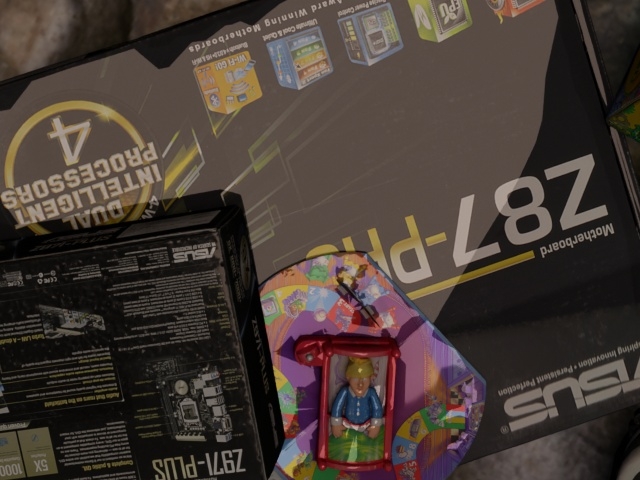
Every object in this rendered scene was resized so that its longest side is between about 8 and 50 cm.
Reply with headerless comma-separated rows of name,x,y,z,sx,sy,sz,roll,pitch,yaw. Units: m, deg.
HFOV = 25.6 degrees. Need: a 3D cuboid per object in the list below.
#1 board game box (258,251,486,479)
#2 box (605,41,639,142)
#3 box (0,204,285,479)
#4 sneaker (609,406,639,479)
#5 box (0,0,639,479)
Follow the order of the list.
board game box,0.017,0.094,0.843,0.133,0.033,0.169,-42,100,3
box,0.370,-0.143,0.820,0.279,0.177,0.290,30,73,-7
box,-0.123,0.069,0.800,0.180,0.077,0.147,-9,100,8
sneaker,0.219,0.213,0.930,0.079,0.121,0.217,13,110,12
box,0.000,0.000,0.891,0.395,0.097,0.318,-18,101,-1
